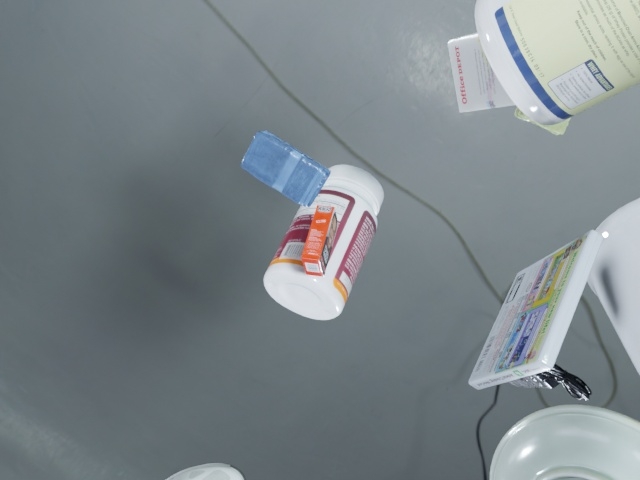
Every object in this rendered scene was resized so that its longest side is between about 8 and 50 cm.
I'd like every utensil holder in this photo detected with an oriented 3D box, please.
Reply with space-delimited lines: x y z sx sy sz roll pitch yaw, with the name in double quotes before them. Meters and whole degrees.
"utensil holder" 0.747 0.137 1.163 0.327 0.385 0.327 2 127 2

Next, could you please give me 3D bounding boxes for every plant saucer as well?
"plant saucer" 0.497 0.515 1.088 0.400 0.100 0.400 4 98 35

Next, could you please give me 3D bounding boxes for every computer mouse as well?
"computer mouse" 0.557 0.335 1.538 0.188 0.072 0.272 36 160 -16

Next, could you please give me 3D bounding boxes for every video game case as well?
"video game case" 0.299 0.103 0.827 0.023 0.212 0.193 33 155 1

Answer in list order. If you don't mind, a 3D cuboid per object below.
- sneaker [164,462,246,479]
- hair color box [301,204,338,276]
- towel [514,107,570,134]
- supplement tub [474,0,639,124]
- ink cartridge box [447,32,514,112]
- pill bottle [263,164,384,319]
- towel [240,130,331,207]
"sneaker" -0.360 0.591 1.220 0.447 0.169 0.257 -17 160 -17
"hair color box" 0.000 0.000 1.277 0.043 0.141 0.072 7 148 14
"towel" 0.564 -0.334 1.460 0.148 0.027 0.110 20 107 -13
"supplement tub" 0.408 -0.331 0.808 0.325 0.235 0.235 -26 109 39
"ink cartridge box" 0.437 -0.398 1.318 0.233 0.168 0.171 7 115 51
"pill bottle" 0.022 -0.004 1.594 0.224 0.392 0.224 19 148 12
"towel" -0.051 -0.103 0.846 0.119 0.029 0.067 32 103 -2
